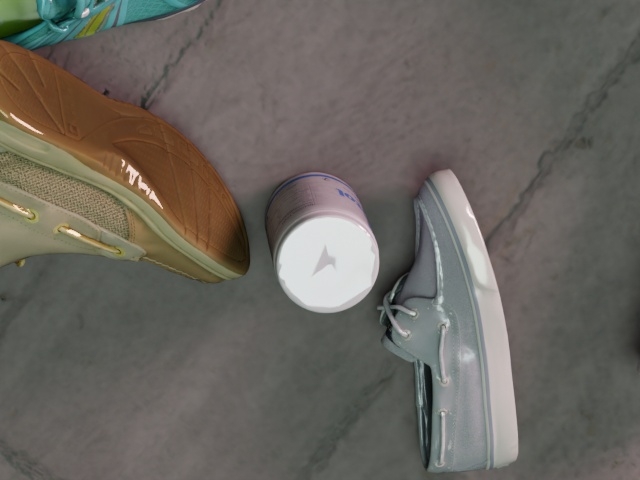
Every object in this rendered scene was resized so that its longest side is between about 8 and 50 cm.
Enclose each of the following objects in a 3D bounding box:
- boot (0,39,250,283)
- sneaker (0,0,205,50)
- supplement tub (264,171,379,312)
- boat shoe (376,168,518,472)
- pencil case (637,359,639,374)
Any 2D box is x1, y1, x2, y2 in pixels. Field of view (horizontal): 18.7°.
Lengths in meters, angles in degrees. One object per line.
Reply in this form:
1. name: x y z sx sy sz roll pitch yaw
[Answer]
1. boot: -0.193 -0.008 1.283 0.203 0.095 0.262 -33 140 26
2. sneaker: -0.149 -0.167 1.231 0.275 0.110 0.107 -23 109 1
3. supplement tub: 0.000 0.000 1.302 0.071 0.107 0.071 -2 108 -6
4. boat shoe: 0.083 0.064 1.347 0.081 0.079 0.227 -14 112 -6
5. pencil case: 0.283 0.018 1.350 0.088 0.086 0.206 9 107 -5
